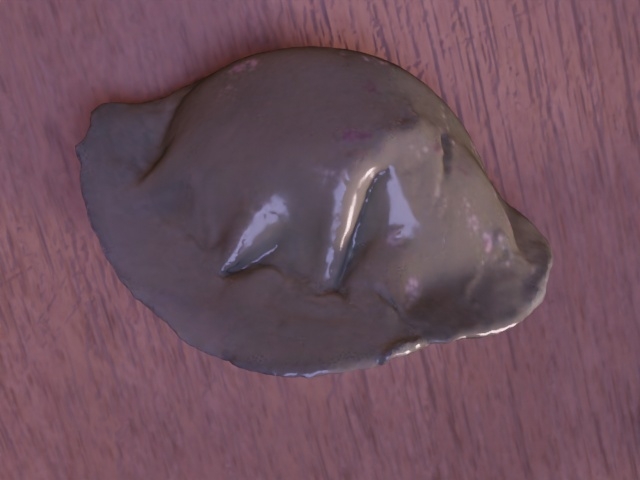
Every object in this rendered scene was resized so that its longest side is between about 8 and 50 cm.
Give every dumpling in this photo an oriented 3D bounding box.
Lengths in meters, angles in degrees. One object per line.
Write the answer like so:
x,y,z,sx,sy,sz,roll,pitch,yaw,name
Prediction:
0.007,-0.008,1.034,0.320,0.212,0.270,-13,70,10,dumpling
